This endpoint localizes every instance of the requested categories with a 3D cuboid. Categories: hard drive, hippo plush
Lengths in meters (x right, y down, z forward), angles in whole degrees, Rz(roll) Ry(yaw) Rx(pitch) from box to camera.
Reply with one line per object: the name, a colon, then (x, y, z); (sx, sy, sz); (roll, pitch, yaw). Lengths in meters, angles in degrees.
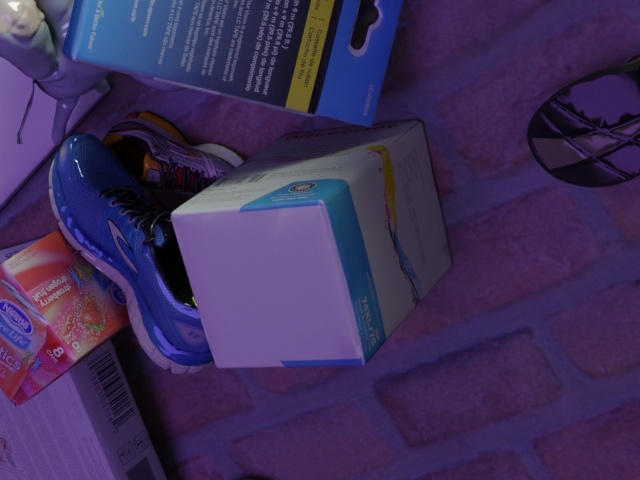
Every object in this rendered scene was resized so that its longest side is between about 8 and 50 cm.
hard drive: (-0.443, -0.189, 1.916); (0.210, 0.040, 0.319); (50, 125, 0)
hippo plush: (-0.250, -0.252, 1.666); (0.237, 0.234, 0.294); (5, 95, 15)

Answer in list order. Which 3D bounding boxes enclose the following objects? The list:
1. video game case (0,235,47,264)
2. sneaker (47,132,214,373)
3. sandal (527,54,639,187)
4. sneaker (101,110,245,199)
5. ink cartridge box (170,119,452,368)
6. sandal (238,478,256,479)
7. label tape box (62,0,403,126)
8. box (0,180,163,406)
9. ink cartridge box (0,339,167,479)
video game case: (-0.418, 0.089, 1.961); (0.173, 0.190, 0.022); (-15, 148, 33)
sneaker: (-0.202, -0.007, 1.697); (0.330, 0.130, 0.147); (52, 133, 12)
sandal: (0.361, -0.154, 1.477); (0.303, 0.086, 0.120); (-31, 89, 20)
sneaker: (-0.181, -0.084, 1.790); (0.225, 0.093, 0.088); (24, 121, 17)
ink cartridge box: (0.000, 0.000, 1.621); (0.198, 0.270, 0.197); (-4, 111, 30)
sandal: (-0.194, 0.484, 2.043); (0.169, 0.102, 0.416); (42, 125, 6)
label tape box: (-0.088, -0.284, 1.561); (0.348, 0.115, 0.249); (11, 97, -19)
box: (-0.306, 0.061, 1.795); (0.142, 0.300, 0.154); (-34, 93, 35)
ink cartridge box: (-0.402, 0.272, 2.079); (0.385, 0.091, 0.308); (4, 120, 46)
